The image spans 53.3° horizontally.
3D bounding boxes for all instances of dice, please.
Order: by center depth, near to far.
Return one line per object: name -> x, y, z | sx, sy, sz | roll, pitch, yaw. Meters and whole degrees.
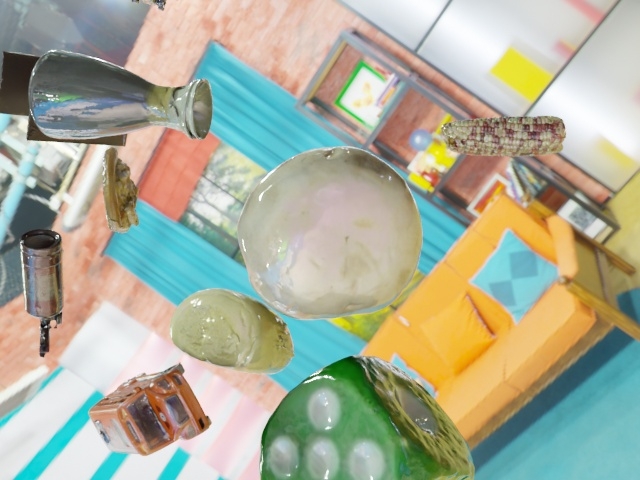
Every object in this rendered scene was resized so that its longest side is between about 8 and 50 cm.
dice -> 0.085, 0.413, 1.192 | 0.300, 0.287, 0.297 | -50, -39, 12

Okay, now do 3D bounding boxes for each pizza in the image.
pizza -> -0.650, -0.141, 2.092 | 0.223, 0.090, 0.323 | 82, 176, -61

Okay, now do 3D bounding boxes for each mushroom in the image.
mushroom -> 0.019, 0.009, 1.241 | 0.353, 0.325, 0.353 | -41, -11, -10

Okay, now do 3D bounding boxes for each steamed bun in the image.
steamed bun -> -0.193, 0.199, 1.448 | 0.232, 0.273, 0.166 | 20, -96, -57

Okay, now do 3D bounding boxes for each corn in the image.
corn -> 0.379, -0.217, 1.333 | 0.086, 0.254, 0.086 | 0, -90, -83

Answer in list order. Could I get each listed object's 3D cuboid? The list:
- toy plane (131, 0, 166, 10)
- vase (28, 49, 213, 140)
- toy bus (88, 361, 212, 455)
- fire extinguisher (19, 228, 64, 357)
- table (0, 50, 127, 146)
toy plane -> -0.467, -0.700, 1.792 | 0.286, 0.092, 0.108 | -96, 20, -85
vase -> -0.381, -0.269, 1.247 | 0.173, 0.322, 0.173 | 9, -90, -82
toy bus -> -0.356, 0.356, 1.306 | 0.153, 0.142, 0.329 | -30, 4, -37
fire extinguisher -> -0.545, 0.109, 1.235 | 0.106, 0.075, 0.252 | -80, 3, -60
table -> -0.715, -0.400, 1.790 | 0.282, 0.251, 0.196 | -4, -61, -44
